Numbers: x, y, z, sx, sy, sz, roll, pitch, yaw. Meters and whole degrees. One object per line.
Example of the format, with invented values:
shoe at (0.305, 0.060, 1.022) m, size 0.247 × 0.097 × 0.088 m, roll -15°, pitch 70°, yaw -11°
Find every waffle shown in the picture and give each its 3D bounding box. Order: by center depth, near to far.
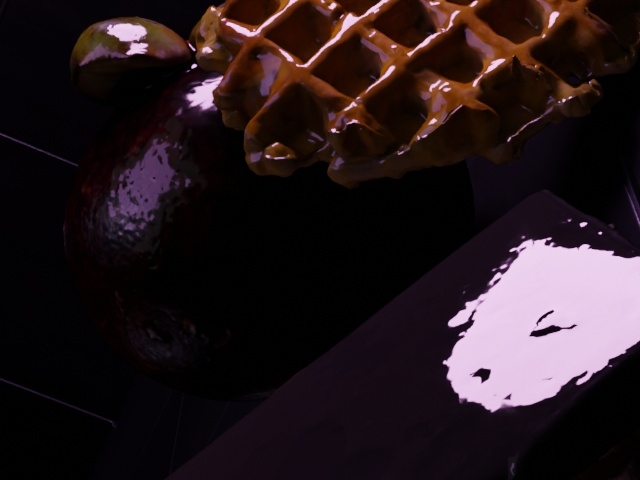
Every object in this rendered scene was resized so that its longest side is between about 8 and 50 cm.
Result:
waffle at (0.068, -0.168, 1.100) m, size 0.068 × 0.325 × 0.302 m, roll 70°, pitch -160°, yaw -52°

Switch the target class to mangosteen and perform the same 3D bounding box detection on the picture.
mangosteen at (-0.045, -0.030, 1.238) m, size 0.330 × 0.330 × 0.330 m, roll -157°, pitch 90°, yaw -80°

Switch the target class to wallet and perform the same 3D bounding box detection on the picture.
wallet at (0.008, 0.115, 0.740) m, size 0.377 × 0.051 × 0.197 m, roll -39°, pitch 25°, yaw -3°

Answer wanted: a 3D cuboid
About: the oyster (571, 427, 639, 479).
oyster at (0.127, 0.086, 0.856) m, size 0.345 × 0.079 × 0.128 m, roll 133°, pitch 149°, yaw -57°
